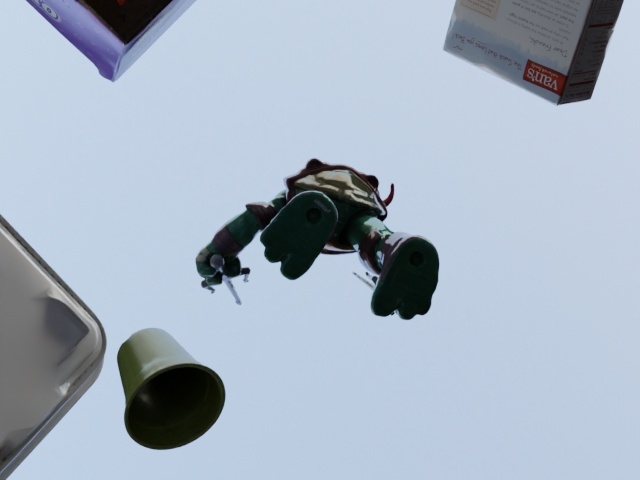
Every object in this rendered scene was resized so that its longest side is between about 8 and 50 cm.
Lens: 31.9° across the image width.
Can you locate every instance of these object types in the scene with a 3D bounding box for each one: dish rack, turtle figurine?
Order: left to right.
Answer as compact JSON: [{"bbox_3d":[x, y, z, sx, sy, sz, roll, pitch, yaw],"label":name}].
[{"bbox_3d":[-0.364,0.066,1.022,0.072,0.333,0.285,-30,-165,46],"label":"dish rack"},{"bbox_3d":[0.000,0.000,0.803,0.175,0.234,0.118,5,-87,-11],"label":"turtle figurine"}]

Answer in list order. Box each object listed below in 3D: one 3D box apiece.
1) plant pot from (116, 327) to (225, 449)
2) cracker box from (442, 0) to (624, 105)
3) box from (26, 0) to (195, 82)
[{"bbox_3d":[-0.129,0.111,0.903,0.083,0.083,0.079,-41,-140,1],"label":"plant pot"},{"bbox_3d":[0.223,-0.269,1.098,0.156,0.067,0.232,35,-57,35],"label":"cracker box"},{"bbox_3d":[-0.054,-0.234,0.436,0.201,0.057,0.293,43,-106,-7],"label":"box"}]
